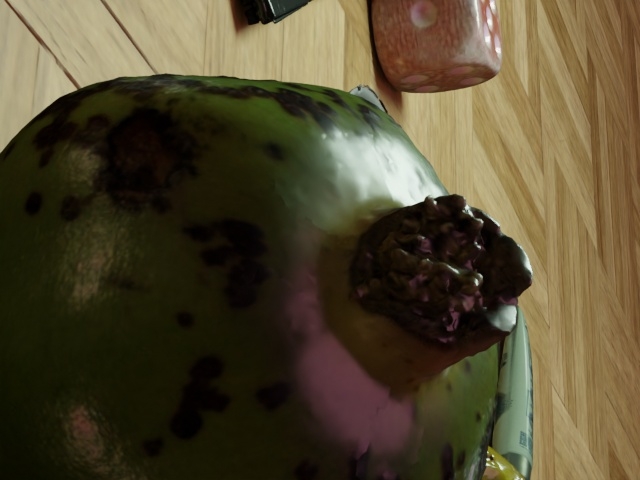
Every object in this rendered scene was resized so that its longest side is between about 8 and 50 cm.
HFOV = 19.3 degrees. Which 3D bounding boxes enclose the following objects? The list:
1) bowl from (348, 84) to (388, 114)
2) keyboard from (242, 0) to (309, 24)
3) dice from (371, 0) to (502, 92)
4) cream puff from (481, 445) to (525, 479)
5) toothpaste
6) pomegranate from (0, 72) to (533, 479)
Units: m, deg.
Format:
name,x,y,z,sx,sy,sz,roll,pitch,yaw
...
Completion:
name,x,y,z,sx,sy,sz,roll,pitch,yaw
bowl,0.000,0.000,1.187,0.189,0.086,0.189,-6,90,-73
keyboard,-0.021,-0.198,1.321,0.231,0.023,0.072,-45,118,-70
dice,0.097,-0.177,1.567,0.091,0.093,0.094,25,59,-70
cream puff,0.042,0.178,1.096,0.221,0.195,0.195,58,29,-59
toothpaste,0.186,0.154,1.796,0.239,0.039,0.062,-78,158,-53
pomegranate,-0.031,0.043,0.788,0.254,0.270,0.254,21,57,-36
